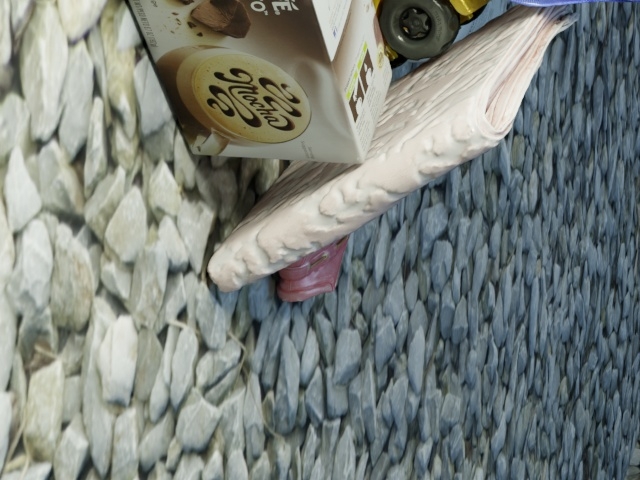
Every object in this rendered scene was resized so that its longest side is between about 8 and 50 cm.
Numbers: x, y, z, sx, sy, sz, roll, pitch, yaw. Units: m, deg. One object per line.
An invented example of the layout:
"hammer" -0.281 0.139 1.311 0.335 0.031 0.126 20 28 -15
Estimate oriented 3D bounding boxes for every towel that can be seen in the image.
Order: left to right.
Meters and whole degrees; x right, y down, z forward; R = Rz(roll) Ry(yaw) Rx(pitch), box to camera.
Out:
"towel" 0.075 -0.096 1.779 0.053 0.332 0.317 52 35 -10

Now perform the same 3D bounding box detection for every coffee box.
"coffee box" -0.057 -0.205 1.587 0.297 0.168 0.119 72 29 -50

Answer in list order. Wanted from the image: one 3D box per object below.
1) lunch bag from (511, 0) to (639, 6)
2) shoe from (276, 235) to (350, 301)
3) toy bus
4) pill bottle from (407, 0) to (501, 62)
"lunch bag" 0.160 -0.393 1.742 0.239 0.328 0.385 -48 138 15
"shoe" 0.000 0.000 1.969 0.178 0.063 0.081 -39 132 -58
"toy bus" 0.044 -0.267 1.902 0.211 0.220 0.149 53 32 -9
"pill bottle" 0.114 -0.265 2.128 0.229 0.131 0.131 -20 113 -69
